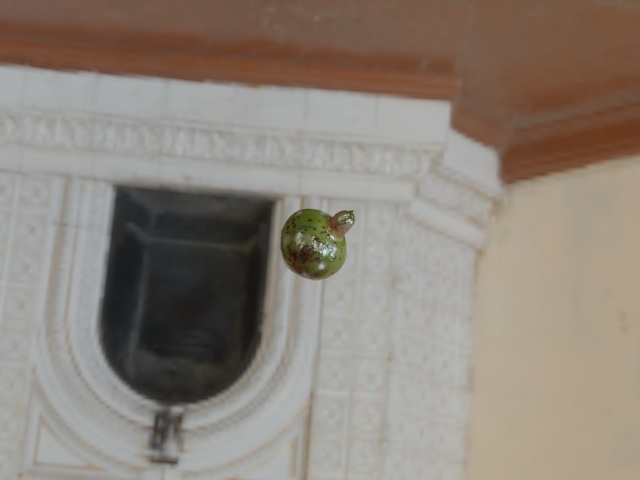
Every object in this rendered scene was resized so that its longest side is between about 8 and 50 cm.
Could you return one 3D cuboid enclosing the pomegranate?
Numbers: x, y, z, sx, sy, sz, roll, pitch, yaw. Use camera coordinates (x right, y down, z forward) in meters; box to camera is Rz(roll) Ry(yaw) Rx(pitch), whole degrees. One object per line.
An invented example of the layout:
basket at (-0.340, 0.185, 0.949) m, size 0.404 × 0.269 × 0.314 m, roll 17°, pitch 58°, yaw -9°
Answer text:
pomegranate at (-0.001, 0.004, 1.302) m, size 0.084 × 0.073 × 0.073 m, roll -4°, pitch 163°, yaw 45°
